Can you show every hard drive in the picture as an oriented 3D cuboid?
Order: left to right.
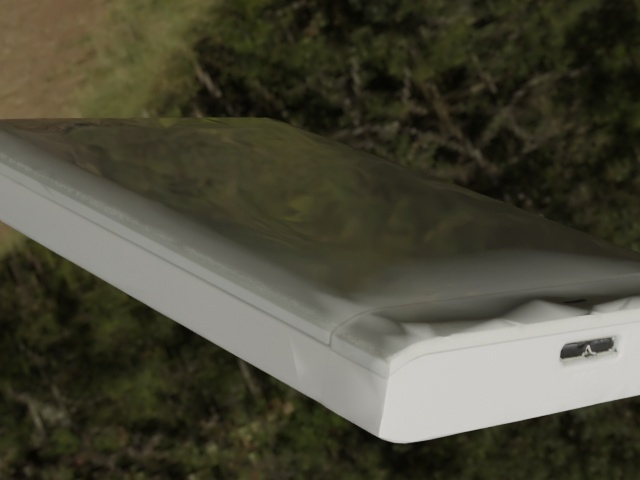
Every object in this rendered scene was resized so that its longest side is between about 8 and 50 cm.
[{"bbox_3d":[0.000,0.000,0.631,0.203,0.040,0.307,-4,-160,-40],"label":"hard drive"}]
